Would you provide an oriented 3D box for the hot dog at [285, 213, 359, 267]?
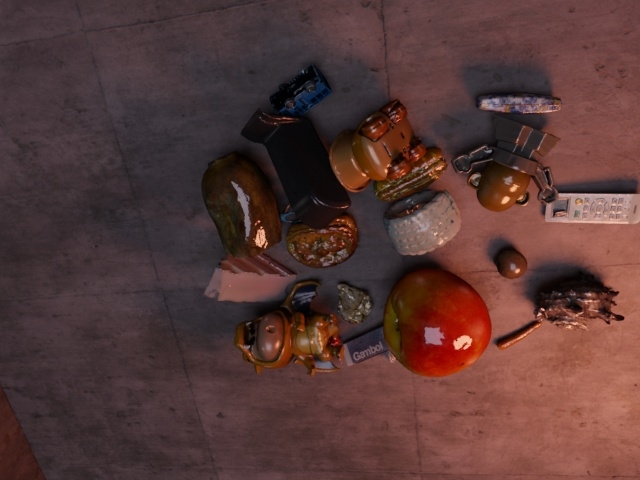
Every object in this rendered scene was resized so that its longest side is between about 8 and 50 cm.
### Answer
[{"bbox_3d":[0.000,0.000,1.791,0.271,0.122,0.196,-11,122,12],"label":"hot dog"}]

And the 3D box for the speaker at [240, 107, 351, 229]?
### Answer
[{"bbox_3d":[-0.083,-0.228,1.591,0.180,0.184,0.389,-39,72,46],"label":"speaker"}]

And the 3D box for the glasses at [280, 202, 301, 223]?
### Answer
[{"bbox_3d":[-0.041,-0.164,1.724,0.238,0.102,0.207,-17,104,-3],"label":"glasses"}]

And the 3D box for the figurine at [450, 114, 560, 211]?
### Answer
[{"bbox_3d":[0.597,-0.227,1.569,0.342,0.167,0.285,25,108,20],"label":"figurine"}]

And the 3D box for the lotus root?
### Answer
[{"bbox_3d":[-0.273,-0.132,1.706,0.250,0.250,0.347,-13,111,15],"label":"lotus root"}]

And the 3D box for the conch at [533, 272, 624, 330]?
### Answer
[{"bbox_3d":[0.897,0.241,1.729,0.312,0.186,0.241,-10,141,-6],"label":"conch"}]

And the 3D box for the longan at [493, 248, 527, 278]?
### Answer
[{"bbox_3d":[0.665,0.082,1.733,0.113,0.092,0.114,10,122,17],"label":"longan"}]

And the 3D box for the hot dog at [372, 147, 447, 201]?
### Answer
[{"bbox_3d":[0.304,-0.214,1.676,0.268,0.072,0.115,-32,113,20],"label":"hot dog"}]

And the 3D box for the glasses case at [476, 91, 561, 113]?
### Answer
[{"bbox_3d":[0.608,-0.423,1.524,0.247,0.087,0.065,2,109,6],"label":"glasses case"}]

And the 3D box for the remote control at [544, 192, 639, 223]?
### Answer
[{"bbox_3d":[0.900,-0.111,1.634,0.292,0.051,0.103,1,113,13],"label":"remote control"}]

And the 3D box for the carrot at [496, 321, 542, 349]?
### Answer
[{"bbox_3d":[0.756,0.359,1.876,0.190,0.037,0.037,-36,104,17],"label":"carrot"}]

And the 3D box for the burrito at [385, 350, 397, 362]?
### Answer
[{"bbox_3d":[0.311,0.397,1.950,0.064,0.064,0.203,20,113,0],"label":"burrito"}]

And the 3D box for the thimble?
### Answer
[{"bbox_3d":[0.346,-0.058,1.660,0.249,0.205,0.172,-22,109,20],"label":"thimble"}]

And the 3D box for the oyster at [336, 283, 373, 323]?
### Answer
[{"bbox_3d":[0.121,0.247,1.905,0.191,0.081,0.163,45,117,-7],"label":"oyster"}]

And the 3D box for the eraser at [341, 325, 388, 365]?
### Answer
[{"bbox_3d":[0.189,0.418,1.958,0.212,0.046,0.092,-29,66,23],"label":"eraser"}]

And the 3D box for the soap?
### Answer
[{"bbox_3d":[-0.254,0.162,1.828,0.302,0.258,0.159,31,114,-6],"label":"soap"}]

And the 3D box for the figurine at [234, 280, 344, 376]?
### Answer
[{"bbox_3d":[-0.102,0.399,1.905,0.386,0.268,0.402,-10,115,12],"label":"figurine"}]

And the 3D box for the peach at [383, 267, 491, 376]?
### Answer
[{"bbox_3d":[0.414,0.289,1.733,0.387,0.388,0.389,3,114,8],"label":"peach"}]

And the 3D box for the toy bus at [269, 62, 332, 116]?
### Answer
[{"bbox_3d":[-0.064,-0.470,1.597,0.184,0.106,0.090,-31,63,21],"label":"toy bus"}]

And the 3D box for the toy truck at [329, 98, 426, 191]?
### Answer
[{"bbox_3d":[0.181,-0.293,1.562,0.211,0.288,0.204,-17,112,42],"label":"toy truck"}]
